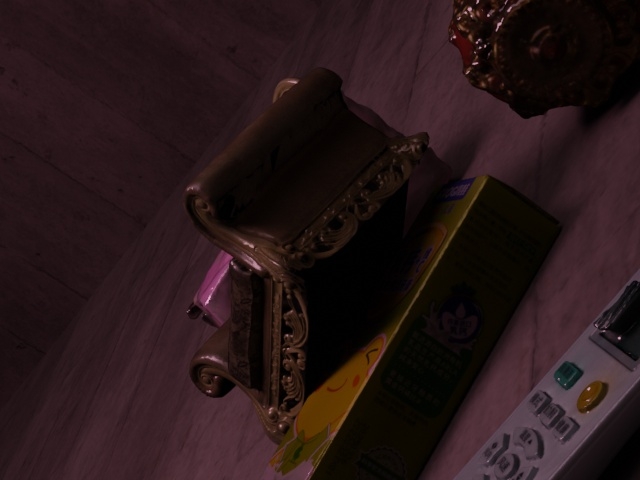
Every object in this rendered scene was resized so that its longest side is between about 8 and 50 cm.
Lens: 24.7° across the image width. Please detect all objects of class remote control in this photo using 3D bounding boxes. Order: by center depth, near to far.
[{"bbox_3d":[0.133,0.132,0.856,0.293,0.051,0.103,-52,13,3],"label":"remote control"}]

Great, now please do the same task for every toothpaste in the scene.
[{"bbox_3d":[0.060,0.103,1.136,0.327,0.077,0.110,-58,12,-10],"label":"toothpaste"}]

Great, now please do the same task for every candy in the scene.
[{"bbox_3d":[0.000,0.000,1.440,0.265,0.155,0.116,-59,6,-13],"label":"candy"}]

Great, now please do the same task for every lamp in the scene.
[{"bbox_3d":[0.197,-0.216,1.243,0.177,0.177,0.274,-49,12,28],"label":"lamp"}]

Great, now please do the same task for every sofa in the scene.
[{"bbox_3d":[-0.037,0.009,1.221,0.200,0.182,0.258,-47,-26,-36],"label":"sofa"}]
